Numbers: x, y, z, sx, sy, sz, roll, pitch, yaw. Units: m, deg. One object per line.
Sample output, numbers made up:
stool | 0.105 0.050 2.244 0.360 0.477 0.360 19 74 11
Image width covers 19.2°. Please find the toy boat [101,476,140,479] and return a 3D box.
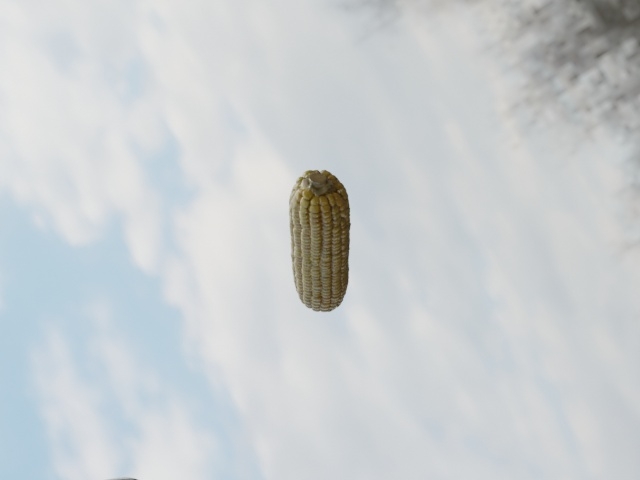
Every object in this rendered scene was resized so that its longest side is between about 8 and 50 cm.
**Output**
toy boat | -0.259 0.309 2.053 0.093 0.246 0.103 21 -117 -47

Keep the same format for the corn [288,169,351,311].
corn | 0.000 0.000 2.057 0.207 0.068 0.068 87 169 -49
